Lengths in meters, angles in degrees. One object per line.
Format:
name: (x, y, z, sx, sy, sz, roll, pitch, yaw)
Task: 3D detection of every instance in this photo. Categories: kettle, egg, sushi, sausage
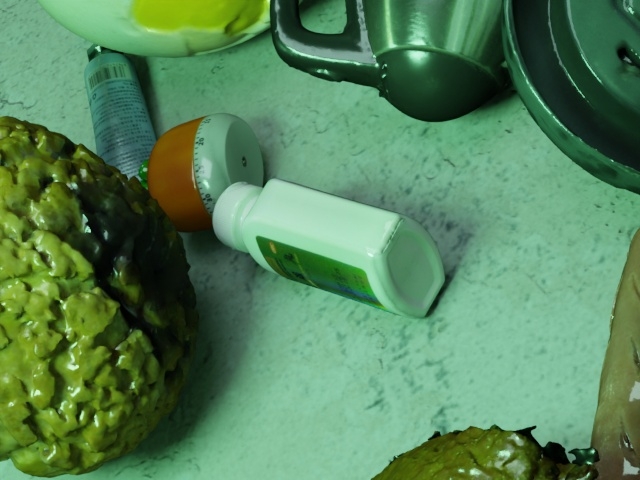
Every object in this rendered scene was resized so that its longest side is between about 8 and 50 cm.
kettle: (0.107, -0.244, 1.598, 0.207, 0.250, 0.271, -21, 53, 59)
egg: (-0.161, -0.327, 1.769, 0.345, 0.283, 0.283, -11, 53, 29)
sushi: (0.119, 0.214, 1.307, 0.140, 0.287, 0.149, -37, 88, -20)
sausage: (0.249, 0.161, 1.321, 0.088, 0.088, 0.433, -4, 56, 27)

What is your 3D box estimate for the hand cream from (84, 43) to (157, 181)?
hand cream: (-0.207, -0.107, 1.790, 0.088, 0.055, 0.256, -19, 52, 3)

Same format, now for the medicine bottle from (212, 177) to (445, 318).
medicine bottle: (0.000, 0.000, 1.552, 0.219, 0.115, 0.078, 17, 69, 37)

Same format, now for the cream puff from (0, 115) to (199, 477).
cream puff: (-0.244, 0.038, 1.518, 0.231, 0.327, 0.343, -20, 80, 28)

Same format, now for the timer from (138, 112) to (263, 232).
timer: (-0.124, -0.061, 1.682, 0.136, 0.099, 0.136, -27, 23, 13)

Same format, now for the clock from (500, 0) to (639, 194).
clock: (0.308, -0.188, 1.433, 0.325, 0.067, 0.325, 1, 75, -3)
